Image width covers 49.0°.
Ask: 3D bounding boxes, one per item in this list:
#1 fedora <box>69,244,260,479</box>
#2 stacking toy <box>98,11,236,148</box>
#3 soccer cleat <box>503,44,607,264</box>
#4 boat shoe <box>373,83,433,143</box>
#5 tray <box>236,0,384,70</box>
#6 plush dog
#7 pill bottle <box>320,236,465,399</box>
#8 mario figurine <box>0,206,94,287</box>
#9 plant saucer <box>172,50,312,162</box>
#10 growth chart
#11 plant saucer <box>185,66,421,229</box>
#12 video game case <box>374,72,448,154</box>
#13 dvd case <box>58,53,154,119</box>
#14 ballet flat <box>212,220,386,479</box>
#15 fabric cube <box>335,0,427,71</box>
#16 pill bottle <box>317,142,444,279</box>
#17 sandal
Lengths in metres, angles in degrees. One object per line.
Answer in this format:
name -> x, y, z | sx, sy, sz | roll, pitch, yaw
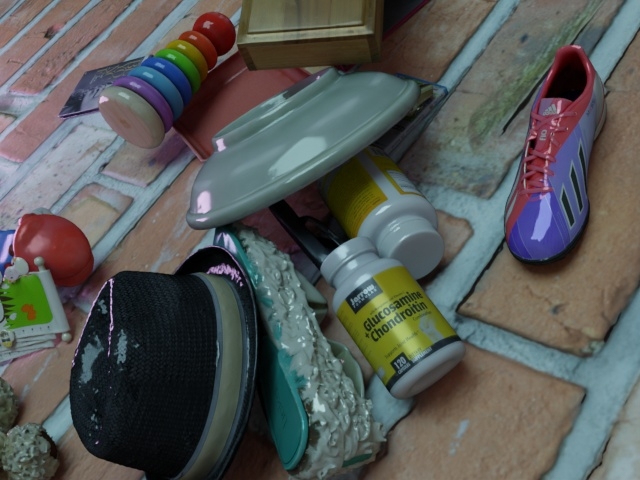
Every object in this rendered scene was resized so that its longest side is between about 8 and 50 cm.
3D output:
fedora -> -0.208, 0.153, 0.863 | 0.334, 0.153, 0.333 | -26, 56, 46
stacking toy -> -0.281, -0.337, 1.376 | 0.141, 0.141, 0.330 | 10, 55, 36
soccer cleat -> 0.300, -0.114, 0.910 | 0.109, 0.116, 0.318 | 5, 55, 33
boat shoe -> 0.119, -0.200, 1.128 | 0.153, 0.048, 0.056 | -33, 17, -9
tray -> -0.003, -0.461, 1.092 | 0.203, 0.076, 0.410 | -1, 68, 13
plush dog -> -0.532, 0.279, 0.971 | 0.262, 0.225, 0.210 | 27, 69, 43
pill bottle -> 0.079, 0.087, 0.833 | 0.103, 0.103, 0.184 | -35, 66, -2
mario figurine -> -0.517, 0.043, 1.277 | 0.321, 0.197, 0.170 | -4, 9, 37
plant saucer -> -0.161, -0.268, 1.367 | 0.258, 0.047, 0.259 | -39, 43, -5
growth chart -> -0.530, 0.130, 1.166 | 0.237, 0.171, 0.021 | -22, 12, 10
plant saucer -> -0.048, -0.163, 1.049 | 0.401, 0.100, 0.400 | -29, 17, 9
video game case -> 0.117, -0.212, 1.178 | 0.166, 0.015, 0.119 | -46, 44, -13
dvd case -> -0.513, -0.368, 1.682 | 0.221, 0.018, 0.164 | -5, 50, 27
ballet flat -> -0.036, 0.129, 0.899 | 0.147, 0.147, 0.408 | -31, 46, 3
fabric cube -> 0.016, -0.525, 1.337 | 0.254, 0.259, 0.258 | -42, 45, -8
pill bottle -> 0.084, -0.041, 0.972 | 0.117, 0.117, 0.215 | -33, 43, 1
sandal -> -0.001, -0.001, 1.001 | 0.054, 0.097, 0.254 | -38, 43, -4
